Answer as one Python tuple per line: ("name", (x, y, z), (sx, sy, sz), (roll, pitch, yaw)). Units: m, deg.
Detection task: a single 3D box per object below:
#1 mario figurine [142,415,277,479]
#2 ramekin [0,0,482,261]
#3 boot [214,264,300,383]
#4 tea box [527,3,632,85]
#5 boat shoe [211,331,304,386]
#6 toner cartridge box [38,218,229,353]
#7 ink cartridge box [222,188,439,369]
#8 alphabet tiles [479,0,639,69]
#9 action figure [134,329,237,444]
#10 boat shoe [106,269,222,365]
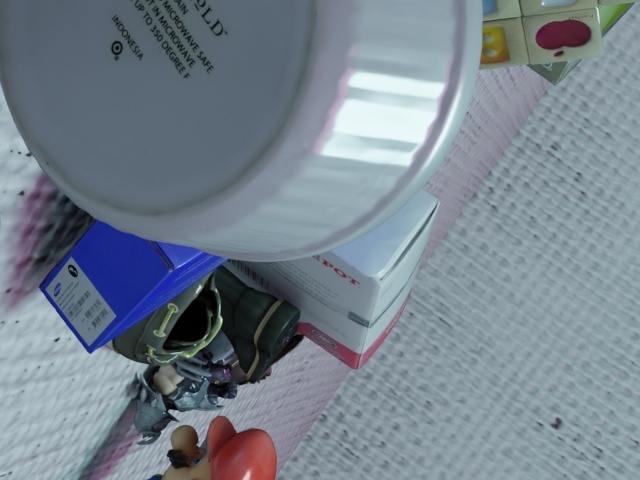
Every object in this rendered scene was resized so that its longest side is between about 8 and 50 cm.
("mario figurine", (-0.199, 0.295, 1.689), (0.320, 0.170, 0.198), (-29, -147, 17))
("ramekin", (-0.059, -0.118, 0.779), (0.127, 0.273, 0.273), (-6, 132, -59))
("boot", (-0.096, 0.076, 1.548), (0.077, 0.137, 0.198), (-52, 173, -25))
("tea box", (0.297, -0.403, 1.510), (0.329, 0.220, 0.323), (-44, 165, -40))
("boat shoe", (-0.095, 0.160, 1.957), (0.207, 0.073, 0.073), (-41, 164, -46))
("toner cartridge box", (-0.064, -0.045, 1.199), (0.348, 0.075, 0.165), (-36, 177, -42))
("ink cartridge box", (0.000, 0.000, 1.499), (0.117, 0.207, 0.283), (-52, 169, -21))
("alphabet tiles", (0.096, -0.227, 0.976), (0.342, 0.285, 0.011), (65, 23, -55))
("action figure", (-0.124, 0.137, 1.699), (0.285, 0.099, 0.185), (-48, 177, -12))
("boat shoe", (-0.149, 0.070, 1.386), (0.109, 0.091, 0.305), (-51, 169, -18))
